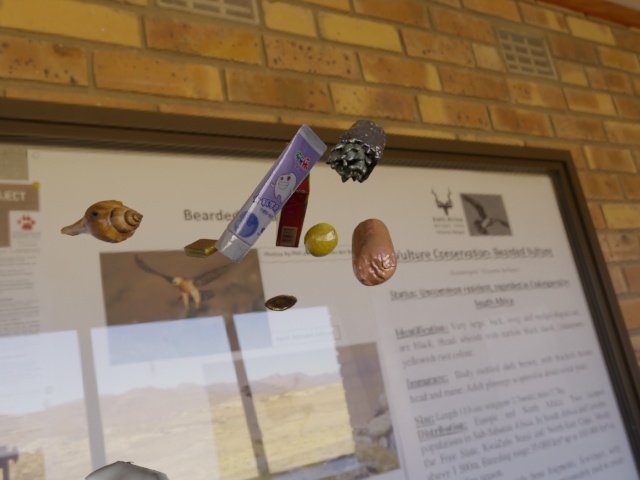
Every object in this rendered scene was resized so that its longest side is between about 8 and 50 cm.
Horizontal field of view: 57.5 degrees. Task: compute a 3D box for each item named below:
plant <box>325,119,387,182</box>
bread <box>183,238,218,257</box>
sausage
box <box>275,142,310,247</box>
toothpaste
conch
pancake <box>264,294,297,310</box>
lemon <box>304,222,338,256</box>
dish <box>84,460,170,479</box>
[{"bbox_3d":[0.100,-0.237,1.602,0.129,0.194,0.132,33,-39,2],"label":"plant"},{"bbox_3d":[-0.378,0.024,1.887,0.090,0.035,0.094,4,21,26],"label":"bread"},{"bbox_3d":[0.104,0.019,1.172,0.086,0.086,0.289,-12,15,5],"label":"sausage"},{"bbox_3d":[-0.094,-0.142,1.925,0.089,0.197,0.313,6,-34,-7],"label":"box"},{"bbox_3d":[-0.124,-0.115,1.445,0.371,0.080,0.125,-54,-35,-2],"label":"toothpaste"},{"bbox_3d":[-0.541,-0.046,1.414,0.330,0.109,0.093,-2,-13,30],"label":"conch"},{"bbox_3d":[-0.129,0.203,1.900,0.115,0.011,0.115,-8,-32,-5],"label":"pancake"},{"bbox_3d":[0.000,0.000,1.945,0.133,0.109,0.109,-38,-25,21],"label":"lemon"},{"bbox_3d":[-0.250,0.324,0.792,0.137,0.039,0.091,12,-26,10],"label":"dish"}]
